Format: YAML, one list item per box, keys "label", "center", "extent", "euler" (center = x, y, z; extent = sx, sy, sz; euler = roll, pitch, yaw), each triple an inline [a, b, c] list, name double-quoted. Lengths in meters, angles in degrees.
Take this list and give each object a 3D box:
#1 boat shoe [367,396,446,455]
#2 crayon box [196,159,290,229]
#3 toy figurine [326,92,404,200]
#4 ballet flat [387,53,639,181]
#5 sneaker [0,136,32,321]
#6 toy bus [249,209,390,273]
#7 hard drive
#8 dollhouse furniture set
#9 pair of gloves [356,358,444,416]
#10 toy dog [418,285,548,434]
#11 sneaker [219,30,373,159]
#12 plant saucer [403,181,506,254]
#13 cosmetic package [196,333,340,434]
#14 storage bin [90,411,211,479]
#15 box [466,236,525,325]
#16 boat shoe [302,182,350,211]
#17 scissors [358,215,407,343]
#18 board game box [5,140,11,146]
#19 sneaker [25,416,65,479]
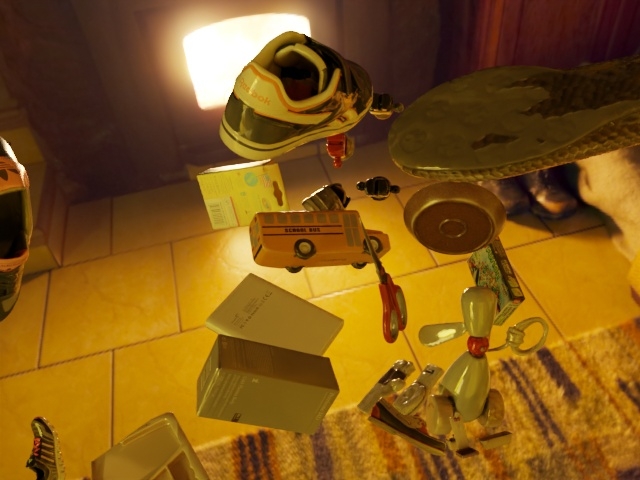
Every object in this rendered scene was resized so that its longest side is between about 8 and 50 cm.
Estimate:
- label: "boat shoe"
  center: [0.130, 0.273, 0.823]
  extent: [0.137, 0.049, 0.043]
  euler: [13, 62, 47]
- label: "crayon box"
  center: [-0.237, -0.150, 1.850]
  extent: [0.319, 0.202, 0.081]
  euler: [-3, 21, 27]
- label: "toy figurine"
  center: [0.136, -0.214, 1.283]
  extent: [0.209, 0.148, 0.213]
  euler: [-45, 85, 9]
- label: "ballet flat"
  center: [0.168, -0.082, 0.356]
  extent: [0.250, 0.058, 0.084]
  euler: [-15, 61, 13]
- label: "sneaker"
  center: [-0.403, 0.017, 0.669]
  extent: [0.131, 0.319, 0.112]
  euler: [39, 44, 24]
- label: "toy bus"
  center: [0.000, 0.000, 1.386]
  extent: [0.333, 0.108, 0.130]
  euler: [-3, 67, -21]
- label: "hard drive"
  center: [-0.125, 0.229, 1.536]
  extent: [0.319, 0.040, 0.210]
  euler: [25, 51, 21]
- label: "dollhouse furniture set"
  center: [0.311, 0.371, 1.116]
  extent: [0.114, 0.091, 0.081]
  euler: [-12, 82, -7]
- label: "pair of gloves"
  center: [0.221, 0.420, 1.551]
  extent: [0.204, 0.042, 0.240]
  euler: [-45, 15, -23]
- label: "toy dog"
  center: [0.313, 0.254, 1.205]
  extent: [0.220, 0.333, 0.161]
  euler: [21, 10, -16]
- label: "sneaker"
  center: [-0.003, -0.222, 0.793]
  extent: [0.126, 0.127, 0.321]
  euler: [38, 43, 10]
- label: "plant saucer"
  center: [0.221, -0.028, 0.929]
  extent: [0.168, 0.168, 0.029]
  euler: [4, 48, 11]
- label: "cosmetic package"
  center: [-0.099, 0.270, 1.039]
  extent: [0.238, 0.127, 0.107]
  euler: [17, 25, -19]
- label: "storage bin"
  center: [-0.132, 0.377, 0.656]
  extent: [0.123, 0.262, 0.260]
  euler: [-34, 40, -17]
- label: "box"
  center: [0.432, 0.095, 1.391]
  extent: [0.036, 0.114, 0.207]
  euler: [7, 45, -16]
- label: "boat shoe"
  center: [0.048, -0.123, 1.946]
  extent: [0.130, 0.355, 0.132]
  euler: [-41, 86, 11]
- label: "scissors"
  center: [0.119, 0.064, 1.052]
  extent: [0.021, 0.297, 0.109]
  euler: [-1, 30, 31]
- label: "board game box"
  center: [-0.790, -0.228, 1.220]
  extent: [0.126, 0.026, 0.186]
  euler: [13, 4, 0]
- label: "sneaker"
  center: [-0.676, 0.515, 1.350]
  extent: [0.063, 0.170, 0.075]
  euler: [-20, -4, 36]
